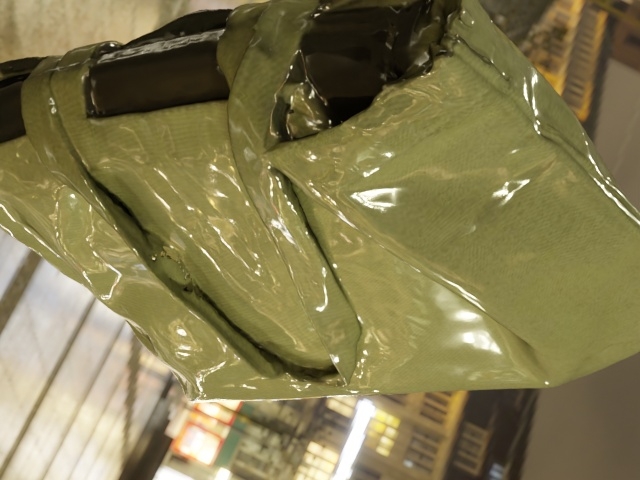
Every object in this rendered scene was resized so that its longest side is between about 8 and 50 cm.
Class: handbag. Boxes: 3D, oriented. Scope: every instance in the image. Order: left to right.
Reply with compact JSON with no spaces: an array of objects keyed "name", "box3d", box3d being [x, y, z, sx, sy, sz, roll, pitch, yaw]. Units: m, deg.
[{"name":"handbag","box3d":[-0.005,-0.002,0.548,0.316,0.253,0.109,-6,-127,33]}]
